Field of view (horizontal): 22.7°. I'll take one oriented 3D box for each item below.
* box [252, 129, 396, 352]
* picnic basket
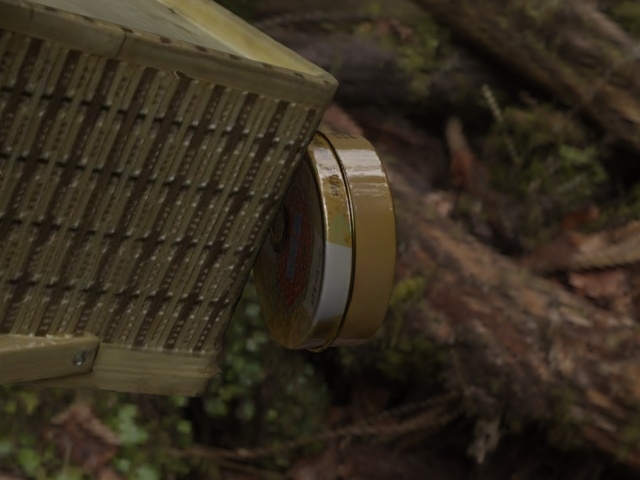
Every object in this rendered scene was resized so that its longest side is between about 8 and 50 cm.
[{"bbox_3d":[0.000,0.000,0.754,0.037,0.106,0.105,0,31,-22],"label":"box"},{"bbox_3d":[-0.189,-0.054,0.676,0.312,0.175,0.228,9,21,-46],"label":"picnic basket"}]
